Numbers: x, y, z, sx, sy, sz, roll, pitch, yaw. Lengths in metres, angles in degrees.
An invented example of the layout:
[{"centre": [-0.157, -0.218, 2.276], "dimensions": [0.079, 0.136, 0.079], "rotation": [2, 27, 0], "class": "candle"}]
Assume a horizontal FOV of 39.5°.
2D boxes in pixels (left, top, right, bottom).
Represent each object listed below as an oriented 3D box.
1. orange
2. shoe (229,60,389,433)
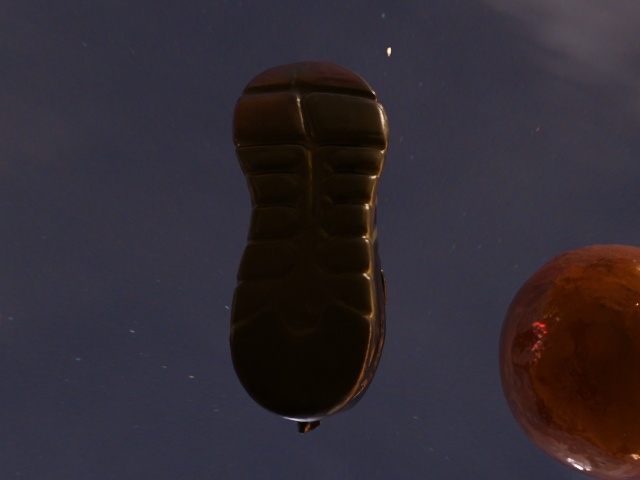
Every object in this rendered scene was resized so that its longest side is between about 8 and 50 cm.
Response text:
[{"centre": [0.352, 0.144, 1.062], "dimensions": [0.283, 0.226, 0.284], "rotation": [7, -105, -26], "class": "orange"}, {"centre": [0.000, 0.000, 0.645], "dimensions": [0.114, 0.137, 0.291], "rotation": [-4, -118, 8], "class": "shoe"}]
